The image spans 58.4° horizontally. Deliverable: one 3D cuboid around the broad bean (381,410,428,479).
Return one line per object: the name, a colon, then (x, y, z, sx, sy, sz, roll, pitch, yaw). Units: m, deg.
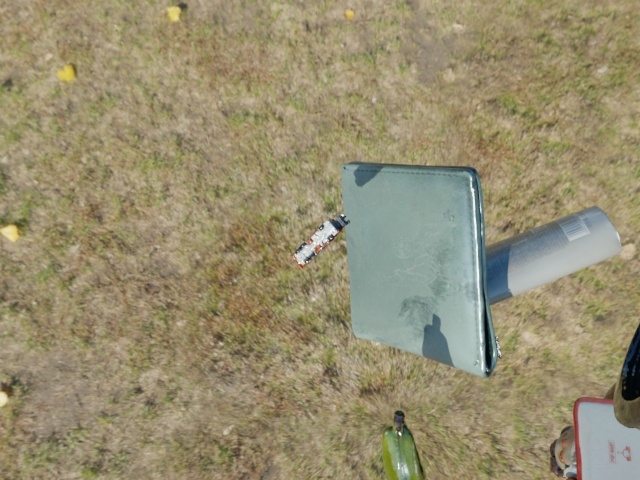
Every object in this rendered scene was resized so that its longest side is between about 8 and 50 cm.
broad bean: (0.107, 0.291, 0.698, 0.048, 0.070, 0.213, -10, 116, 15)

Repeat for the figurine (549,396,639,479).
figurine: (0.540, 0.427, 1.158, 0.160, 0.226, 0.183, 7, 69, -1)

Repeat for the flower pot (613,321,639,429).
flower pot: (0.575, 0.171, 0.682, 0.330, 0.293, 0.293, 28, 78, 16)

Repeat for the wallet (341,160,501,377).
wallet: (0.132, 0.033, 0.816, 0.251, 0.054, 0.290, 12, 113, 48)

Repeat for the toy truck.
toy truck: (0.000, 0.000, 0.677, 0.024, 0.032, 0.083, 50, 118, 9)

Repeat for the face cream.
face cream: (0.305, 0.032, 0.876, 0.269, 0.073, 0.107, -23, 26, 11)

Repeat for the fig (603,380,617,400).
fig: (0.725, 0.383, 1.210, 0.235, 0.235, 0.214, -45, 107, -8)
